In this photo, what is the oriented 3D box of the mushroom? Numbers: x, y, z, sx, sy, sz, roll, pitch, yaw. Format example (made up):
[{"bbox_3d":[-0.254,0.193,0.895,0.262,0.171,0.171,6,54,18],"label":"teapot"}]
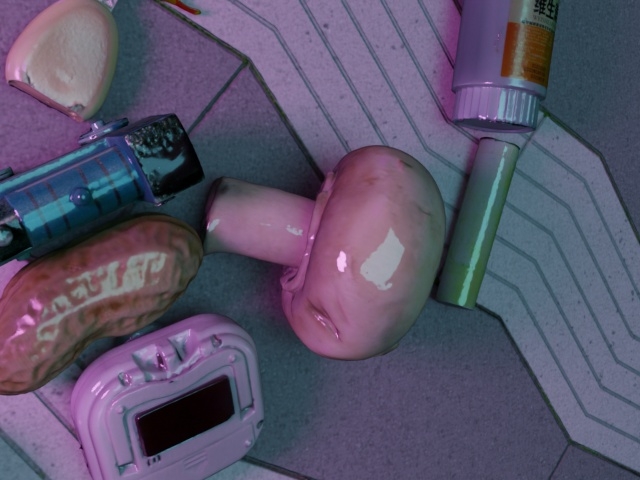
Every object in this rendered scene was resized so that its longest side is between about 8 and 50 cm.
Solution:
[{"bbox_3d":[0.000,0.000,1.059,0.336,0.314,0.314,15,87,-9],"label":"mushroom"}]

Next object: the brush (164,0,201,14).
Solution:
[{"bbox_3d":[-0.202,-0.334,1.035,0.083,0.019,0.021,17,77,-28],"label":"brush"}]

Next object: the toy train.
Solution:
[{"bbox_3d":[-0.300,-0.060,0.905,0.298,0.194,0.120,-30,110,-23],"label":"toy train"}]

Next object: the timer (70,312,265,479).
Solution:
[{"bbox_3d":[-0.198,0.234,1.026,0.262,0.087,0.237,-21,123,-28],"label":"timer"}]

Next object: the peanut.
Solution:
[{"bbox_3d":[-0.296,0.075,0.954,0.325,0.140,0.153,-38,132,-18],"label":"peanut"}]

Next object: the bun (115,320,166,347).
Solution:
[{"bbox_3d":[-0.245,0.144,1.040,0.083,0.045,0.083,-19,120,-36],"label":"bun"}]

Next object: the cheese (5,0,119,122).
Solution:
[{"bbox_3d":[-0.299,-0.285,0.966,0.127,0.054,0.251,30,79,-32],"label":"cheese"}]

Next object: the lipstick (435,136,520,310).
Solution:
[{"bbox_3d":[0.273,-0.031,1.305,0.076,0.076,0.304,20,84,-30],"label":"lipstick"}]

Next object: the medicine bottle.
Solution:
[{"bbox_3d":[0.309,-0.343,1.247,0.158,0.158,0.318,8,92,-30],"label":"medicine bottle"}]
